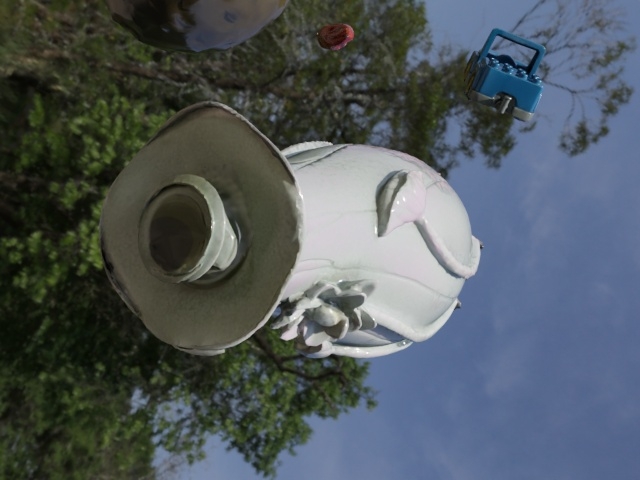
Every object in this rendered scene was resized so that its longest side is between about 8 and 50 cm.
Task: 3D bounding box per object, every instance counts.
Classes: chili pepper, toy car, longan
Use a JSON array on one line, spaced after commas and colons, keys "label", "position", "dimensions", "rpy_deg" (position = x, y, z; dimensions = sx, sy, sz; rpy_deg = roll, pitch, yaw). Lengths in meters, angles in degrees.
[{"label": "chili pepper", "position": [0.030, -0.408, 1.342], "dimensions": [0.059, 0.050, 0.191], "rpy_deg": [-27, -158, -7]}, {"label": "toy car", "position": [0.272, -0.246, 0.978], "dimensions": [0.191, 0.097, 0.100], "rpy_deg": [-72, -176, -63]}, {"label": "longan", "position": [-0.214, -0.563, 1.206], "dimensions": [0.404, 0.403, 0.436], "rpy_deg": [1, -109, 66]}]

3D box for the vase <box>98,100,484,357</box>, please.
[{"label": "vase", "position": [0.000, 0.000, 0.673], "dimensions": [0.249, 0.445, 0.250], "rpy_deg": [-2, -93, 29]}]
